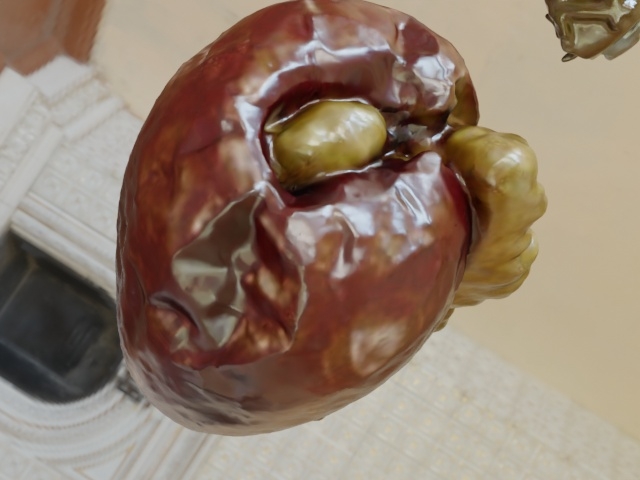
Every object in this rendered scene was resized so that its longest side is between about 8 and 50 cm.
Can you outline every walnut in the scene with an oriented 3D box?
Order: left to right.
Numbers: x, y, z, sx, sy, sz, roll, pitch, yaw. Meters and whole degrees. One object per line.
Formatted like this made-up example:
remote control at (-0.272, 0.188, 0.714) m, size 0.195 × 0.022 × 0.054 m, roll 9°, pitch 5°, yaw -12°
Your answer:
walnut at (0.000, 0.000, 0.605) m, size 0.269 × 0.244 × 0.221 m, roll 126°, pitch -38°, yaw -57°

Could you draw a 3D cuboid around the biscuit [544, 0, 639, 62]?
biscuit at (0.231, -0.380, 1.046) m, size 0.268 × 0.366 × 0.115 m, roll -57°, pitch 166°, yaw 29°
